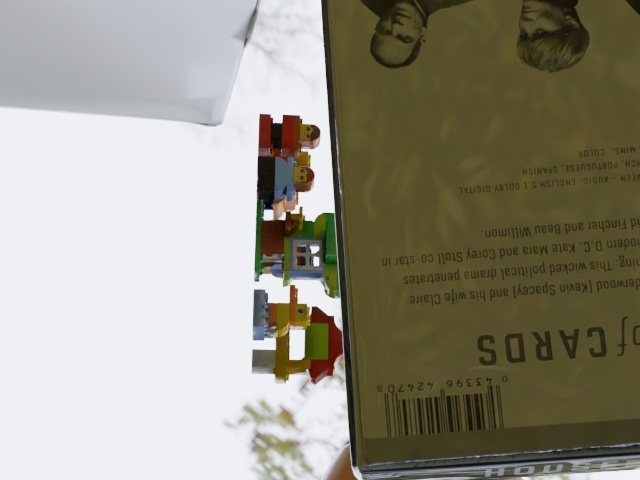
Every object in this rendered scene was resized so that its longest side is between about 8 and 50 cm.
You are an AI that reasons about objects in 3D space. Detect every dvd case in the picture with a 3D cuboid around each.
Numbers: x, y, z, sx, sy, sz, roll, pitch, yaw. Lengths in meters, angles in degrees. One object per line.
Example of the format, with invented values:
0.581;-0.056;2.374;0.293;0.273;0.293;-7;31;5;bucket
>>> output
0.091;-0.048;0.536;0.179;0.029;0.238;-4;-112;2;dvd case

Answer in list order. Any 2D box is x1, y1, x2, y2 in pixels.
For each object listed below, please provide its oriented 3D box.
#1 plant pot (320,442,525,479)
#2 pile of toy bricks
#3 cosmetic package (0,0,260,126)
0.081;0.302;1.506;0.291;0.291;0.203;0;-120;32;plant pot
0.000;0.000;1.387;0.105;0.118;0.212;2;-115;-2;pile of toy bricks
-0.222;-0.193;1.041;0.197;0.366;0.155;114;-27;-45;cosmetic package
